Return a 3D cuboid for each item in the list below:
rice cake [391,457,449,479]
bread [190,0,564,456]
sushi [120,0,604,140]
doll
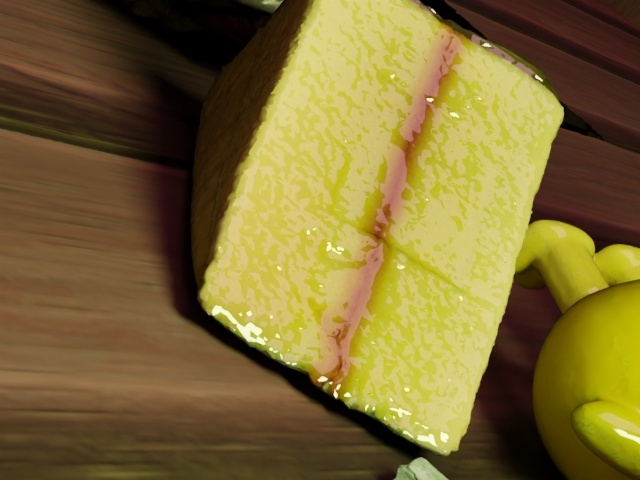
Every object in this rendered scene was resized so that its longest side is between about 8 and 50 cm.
[{"bbox_3d":[0.080,0.140,0.742,0.121,0.021,0.022,40,22,14],"label":"rice cake"},{"bbox_3d":[0.000,0.002,0.904,0.168,0.163,0.264,33,51,-13],"label":"bread"},{"bbox_3d":[-0.011,-0.128,1.079,0.294,0.059,0.292,20,-7,39],"label":"sushi"},{"bbox_3d":[0.209,0.116,0.854,0.199,0.145,0.363,13,32,-29],"label":"doll"}]
